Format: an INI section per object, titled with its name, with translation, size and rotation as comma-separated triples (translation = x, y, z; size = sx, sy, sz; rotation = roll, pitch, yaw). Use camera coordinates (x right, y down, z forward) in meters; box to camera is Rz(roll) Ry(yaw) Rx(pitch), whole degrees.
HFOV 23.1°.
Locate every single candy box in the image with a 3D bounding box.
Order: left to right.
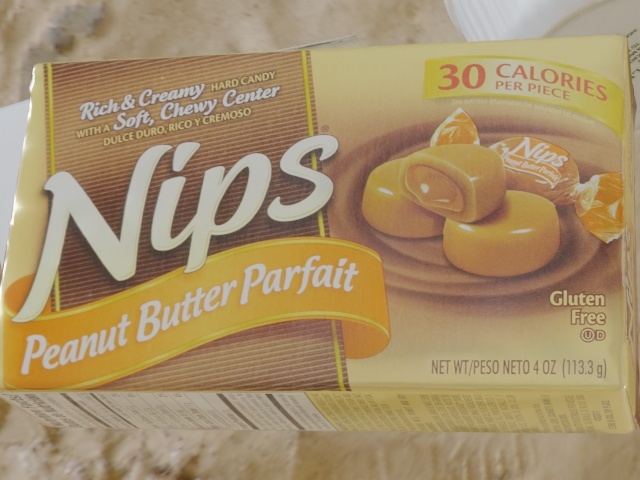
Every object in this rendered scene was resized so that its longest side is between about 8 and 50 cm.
[candy box]
translation = 0.000, 0.000, 0.798
size = 0.316, 0.087, 0.183
rotation = -1, 68, 15

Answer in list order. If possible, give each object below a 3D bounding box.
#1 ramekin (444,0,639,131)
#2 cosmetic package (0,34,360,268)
[ramekin]
translation = 0.240, -0.193, 1.267
size = 0.273, 0.273, 0.127
rotation = -20, 60, 13
[cosmetic package]
translation = -0.108, -0.055, 1.144
size = 0.224, 0.224, 0.138
rotation = -13, 95, -28
